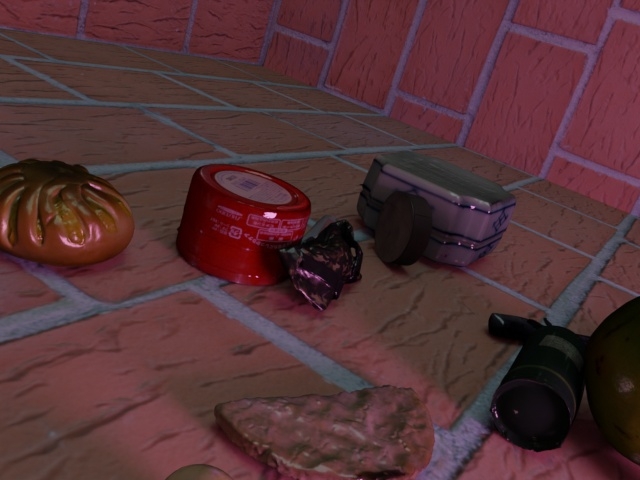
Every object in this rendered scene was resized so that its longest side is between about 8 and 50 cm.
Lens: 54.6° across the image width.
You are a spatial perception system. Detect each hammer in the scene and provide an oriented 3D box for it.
[{"bbox_3d":[0.403,0.164,1.014,0.289,0.037,0.137,12,19,-17],"label":"hammer"}]

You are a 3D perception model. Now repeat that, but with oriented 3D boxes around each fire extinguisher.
[{"bbox_3d":[0.304,0.176,0.827,0.118,0.093,0.294,44,27,14],"label":"fire extinguisher"}]

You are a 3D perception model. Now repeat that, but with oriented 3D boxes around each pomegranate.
[{"bbox_3d":[0.430,0.197,0.702,0.235,0.236,0.302,15,40,-8],"label":"pomegranate"}]

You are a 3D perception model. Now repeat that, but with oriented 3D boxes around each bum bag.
[{"bbox_3d":[0.011,0.036,0.942,0.069,0.102,0.248,-7,9,27],"label":"bum bag"}]

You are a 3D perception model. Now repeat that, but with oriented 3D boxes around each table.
[{"bbox_3d":[0.150,-0.022,1.139,0.043,0.134,0.133,11,21,-23],"label":"table"}]

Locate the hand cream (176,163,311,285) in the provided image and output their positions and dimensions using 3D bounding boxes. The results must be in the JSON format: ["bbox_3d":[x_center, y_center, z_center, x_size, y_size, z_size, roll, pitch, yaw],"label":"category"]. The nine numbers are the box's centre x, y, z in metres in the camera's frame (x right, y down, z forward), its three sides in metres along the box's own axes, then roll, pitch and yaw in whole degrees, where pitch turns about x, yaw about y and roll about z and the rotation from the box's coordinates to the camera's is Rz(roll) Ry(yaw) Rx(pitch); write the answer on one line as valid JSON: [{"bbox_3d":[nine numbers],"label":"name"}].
[{"bbox_3d":[-0.116,-0.029,0.947,0.193,0.126,0.193,18,19,-7],"label":"hand cream"}]

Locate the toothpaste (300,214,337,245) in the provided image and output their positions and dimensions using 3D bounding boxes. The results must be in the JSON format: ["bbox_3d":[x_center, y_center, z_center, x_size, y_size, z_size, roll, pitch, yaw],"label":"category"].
[{"bbox_3d":[0.000,0.000,1.089,0.067,0.042,0.194,53,19,-8],"label":"toothpaste"}]

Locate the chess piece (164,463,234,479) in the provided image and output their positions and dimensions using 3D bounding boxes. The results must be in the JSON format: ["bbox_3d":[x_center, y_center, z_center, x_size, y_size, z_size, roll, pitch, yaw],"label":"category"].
[{"bbox_3d":[-0.099,0.213,0.402,0.094,0.094,0.170,21,12,9],"label":"chess piece"}]

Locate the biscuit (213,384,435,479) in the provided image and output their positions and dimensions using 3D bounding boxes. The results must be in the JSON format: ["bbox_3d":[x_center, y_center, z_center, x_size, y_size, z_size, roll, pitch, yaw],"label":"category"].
[{"bbox_3d":[0.028,0.196,0.614,0.249,0.032,0.133,5,24,-34],"label":"biscuit"}]

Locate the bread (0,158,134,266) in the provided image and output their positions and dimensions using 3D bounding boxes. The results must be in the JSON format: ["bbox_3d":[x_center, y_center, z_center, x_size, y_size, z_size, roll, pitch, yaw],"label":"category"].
[{"bbox_3d":[-0.353,-0.045,0.822,0.213,0.105,0.213,15,23,-6],"label":"bread"}]

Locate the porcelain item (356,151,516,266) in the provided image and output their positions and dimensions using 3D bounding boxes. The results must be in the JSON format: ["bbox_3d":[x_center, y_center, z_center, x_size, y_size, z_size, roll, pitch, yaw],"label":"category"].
[{"bbox_3d":[0.240,-0.071,1.310,0.285,0.157,0.281,29,24,24],"label":"porcelain item"}]
